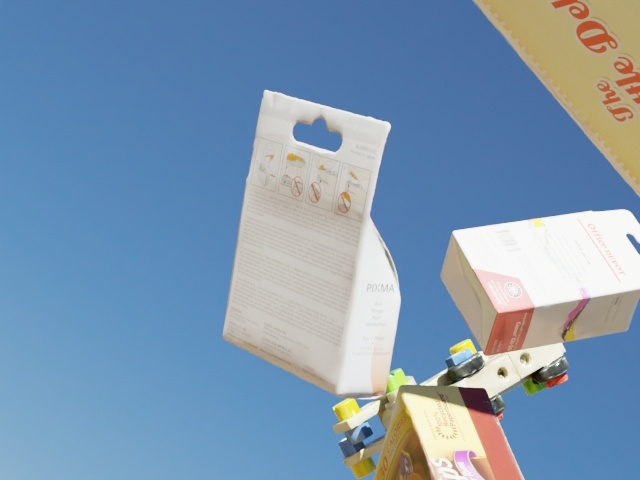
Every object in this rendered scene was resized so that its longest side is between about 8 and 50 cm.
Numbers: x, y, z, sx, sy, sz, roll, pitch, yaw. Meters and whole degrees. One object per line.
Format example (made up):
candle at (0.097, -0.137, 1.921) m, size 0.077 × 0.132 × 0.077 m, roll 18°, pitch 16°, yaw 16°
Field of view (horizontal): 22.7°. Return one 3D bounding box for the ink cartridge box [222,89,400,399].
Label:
ink cartridge box at (0.000, 0.000, 1.064) m, size 0.045 × 0.179 × 0.145 m, roll 6°, pitch 9°, yaw -38°

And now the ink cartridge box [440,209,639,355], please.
ink cartridge box at (0.232, 0.038, 1.555) m, size 0.067 × 0.198 × 0.115 m, roll 100°, pitch -26°, yaw -43°

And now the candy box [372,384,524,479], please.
candy box at (0.054, 0.179, 0.818) m, size 0.053 × 0.109 × 0.186 m, roll 5°, pitch -57°, yaw -16°

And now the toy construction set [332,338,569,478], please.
toy construction set at (0.172, 0.161, 1.930) m, size 0.151 × 0.328 × 0.215 m, roll 50°, pitch -26°, yaw -6°

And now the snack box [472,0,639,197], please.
snack box at (0.215, -0.094, 0.759) m, size 0.187 × 0.060 × 0.322 m, roll -33°, pitch -59°, yaw 21°
